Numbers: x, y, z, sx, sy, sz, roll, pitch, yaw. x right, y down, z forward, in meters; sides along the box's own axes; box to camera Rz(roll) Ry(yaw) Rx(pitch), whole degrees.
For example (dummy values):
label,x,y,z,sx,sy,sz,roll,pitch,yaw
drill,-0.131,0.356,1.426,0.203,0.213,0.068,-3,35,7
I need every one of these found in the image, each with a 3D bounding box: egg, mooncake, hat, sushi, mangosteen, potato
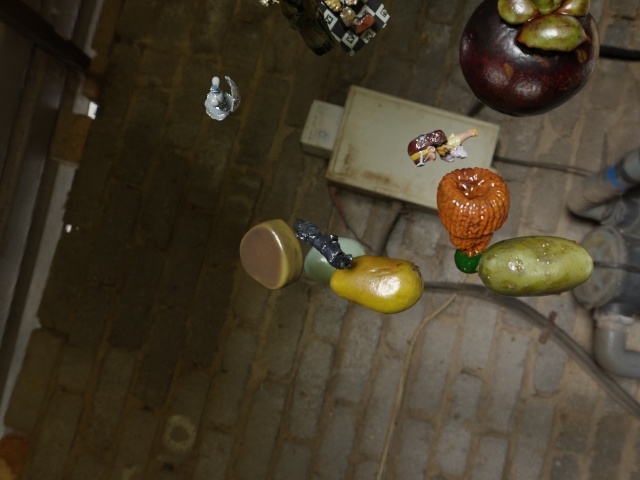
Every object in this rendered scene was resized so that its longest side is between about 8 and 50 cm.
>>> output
label,x,y,z,sx,sy,sz,roll,pitch,yaw
egg,0.067,0.087,2.294,0.203,0.283,0.202,46,144,49
mooncake,-0.159,0.038,1.815,0.117,0.235,0.234,-14,-53,-46
hat,0.598,-0.069,2.073,0.285,0.286,0.400,-77,-28,-44
sushi,0.076,-0.688,1.547,0.192,0.279,0.043,-43,27,-6
mangosteen,0.469,-0.449,1.216,0.347,0.307,0.306,83,-161,-65
potato,0.597,0.073,1.525,0.210,0.308,0.173,51,-146,-72

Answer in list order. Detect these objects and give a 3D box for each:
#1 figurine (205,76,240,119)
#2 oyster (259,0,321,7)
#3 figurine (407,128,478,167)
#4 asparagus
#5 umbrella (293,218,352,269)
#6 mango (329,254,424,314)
label,x,y,z,sx,sy,sz,roll,pitch,yaw
figurine,-0.222,-0.324,1.216,0.086,0.082,0.094,113,145,-78
oyster,-0.021,-0.614,1.291,0.198,0.260,0.092,-74,-20,-74
figurine,0.420,-0.324,1.867,0.175,0.240,0.115,-131,32,-85
asparagus,-0.042,-0.409,0.914,0.287,0.080,0.080,24,-101,-71
umbrella,0.002,-0.001,1.496,0.224,0.080,0.071,38,96,43
mango,0.158,0.118,1.525,0.130,0.262,0.167,55,-131,-61
